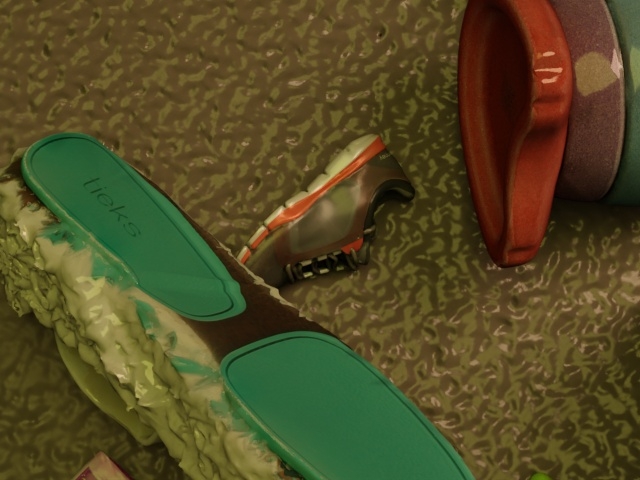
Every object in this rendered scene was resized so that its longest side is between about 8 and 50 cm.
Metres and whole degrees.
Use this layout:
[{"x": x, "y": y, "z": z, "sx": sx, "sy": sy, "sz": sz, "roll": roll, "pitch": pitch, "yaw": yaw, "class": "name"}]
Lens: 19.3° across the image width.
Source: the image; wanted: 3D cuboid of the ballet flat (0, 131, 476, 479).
[{"x": -0.062, "y": 0.091, "z": 1.143, "sx": 0.147, "sy": 0.147, "sz": 0.409, "roll": -41, "pitch": 60, "yaw": -9, "class": "ballet flat"}]

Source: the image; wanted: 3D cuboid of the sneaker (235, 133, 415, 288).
[{"x": 0.000, "y": 0.000, "z": 1.232, "sx": 0.158, "sy": 0.061, "sz": 0.065, "roll": -44, "pitch": 85, "yaw": -9, "class": "sneaker"}]

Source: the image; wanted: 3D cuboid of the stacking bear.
[{"x": 0.246, "y": -0.096, "z": 1.204, "sx": 0.289, "sy": 0.175, "sz": 0.164, "roll": -4, "pitch": 42, "yaw": -10, "class": "stacking bear"}]

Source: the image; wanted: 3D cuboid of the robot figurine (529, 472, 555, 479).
[{"x": 0.153, "y": 0.196, "z": 1.166, "sx": 0.115, "sy": 0.067, "sz": 0.101, "roll": -13, "pitch": 44, "yaw": -1, "class": "robot figurine"}]

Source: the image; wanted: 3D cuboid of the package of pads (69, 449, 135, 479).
[{"x": -0.151, "y": 0.179, "z": 1.197, "sx": 0.050, "sy": 0.032, "sz": 0.083, "roll": 44, "pitch": 80, "yaw": 7, "class": "package of pads"}]
